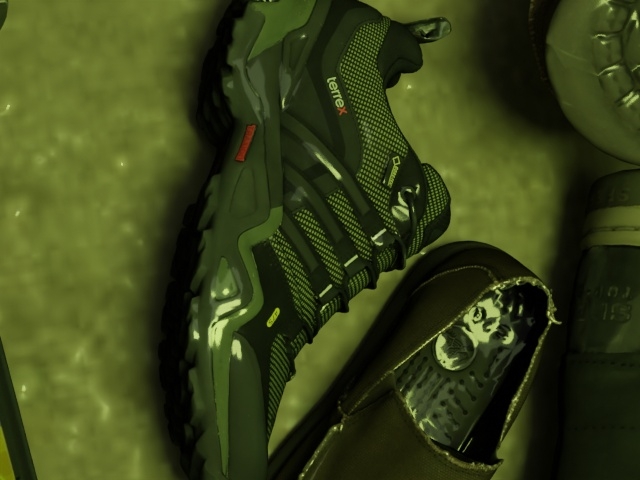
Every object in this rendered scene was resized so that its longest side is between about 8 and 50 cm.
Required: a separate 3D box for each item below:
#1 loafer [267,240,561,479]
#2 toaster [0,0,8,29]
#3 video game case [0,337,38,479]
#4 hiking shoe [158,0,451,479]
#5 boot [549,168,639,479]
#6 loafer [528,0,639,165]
[{"bbox_3d":[0.030,0.092,0.777,0.080,0.078,0.220,30,77,-11],"label":"loafer"},{"bbox_3d":[-0.204,-0.111,0.686,0.186,0.168,0.110,-17,93,-16],"label":"toaster"},{"bbox_3d":[-0.244,0.075,0.644,0.275,0.035,0.248,-21,131,-17],"label":"video game case"},{"bbox_3d":[0.000,0.000,0.774,0.114,0.086,0.227,11,81,-12],"label":"hiking shoe"},{"bbox_3d":[0.252,0.156,0.804,0.377,0.138,0.284,22,78,-9],"label":"boot"},{"bbox_3d":[0.220,-0.156,0.837,0.366,0.130,0.134,-36,117,-23],"label":"loafer"}]
